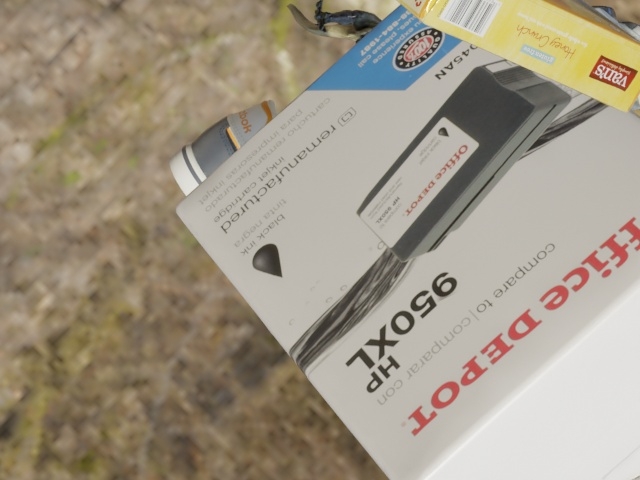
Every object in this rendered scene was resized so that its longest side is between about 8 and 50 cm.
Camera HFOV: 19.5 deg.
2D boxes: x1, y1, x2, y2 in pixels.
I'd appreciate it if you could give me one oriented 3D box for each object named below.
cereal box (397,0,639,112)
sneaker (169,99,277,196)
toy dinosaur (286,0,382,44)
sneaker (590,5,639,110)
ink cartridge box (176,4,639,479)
[{"bbox_3d":[0.085,-0.173,1.181,0.173,0.240,0.047,18,109,-34],"label":"cereal box"},{"bbox_3d":[0.000,0.000,1.843,0.127,0.321,0.126,-37,-154,11],"label":"sneaker"},{"bbox_3d":[0.053,-0.258,2.289,0.118,0.268,0.064,-12,113,-64],"label":"toy dinosaur"},{"bbox_3d":[0.276,-0.180,1.859,0.080,0.081,0.211,-20,165,37],"label":"sneaker"},{"bbox_3d":[0.113,0.018,1.316,0.285,0.395,0.166,-42,130,0],"label":"ink cartridge box"}]
